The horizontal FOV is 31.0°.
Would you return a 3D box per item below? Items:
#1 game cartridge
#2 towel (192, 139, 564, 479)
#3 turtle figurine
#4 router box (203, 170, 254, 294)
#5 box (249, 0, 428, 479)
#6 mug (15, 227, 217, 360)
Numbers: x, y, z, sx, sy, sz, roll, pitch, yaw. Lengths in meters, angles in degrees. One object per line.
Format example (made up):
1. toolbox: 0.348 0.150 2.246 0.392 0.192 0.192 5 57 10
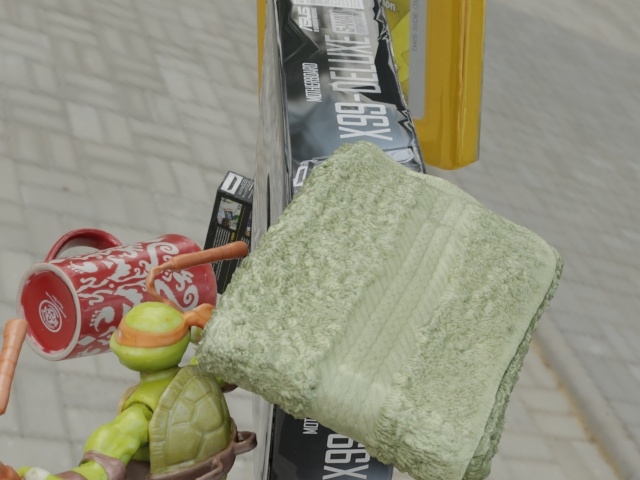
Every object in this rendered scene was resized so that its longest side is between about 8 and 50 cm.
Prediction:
1. game cartridge: 0.038 -0.253 1.125 0.053 0.323 0.285 -23 31 -39
2. towel: 0.027 0.018 0.415 0.110 0.027 0.148 26 38 8
3. turtle figurine: -0.075 0.116 0.626 0.087 0.217 0.269 1 19 18
4. router box: -0.078 0.010 1.456 0.133 0.179 0.046 22 45 3
5. box: 0.000 0.000 0.715 0.077 0.242 0.307 3 35 -6
6. mug: -0.211 0.055 1.118 0.150 0.113 0.169 10 12 35
